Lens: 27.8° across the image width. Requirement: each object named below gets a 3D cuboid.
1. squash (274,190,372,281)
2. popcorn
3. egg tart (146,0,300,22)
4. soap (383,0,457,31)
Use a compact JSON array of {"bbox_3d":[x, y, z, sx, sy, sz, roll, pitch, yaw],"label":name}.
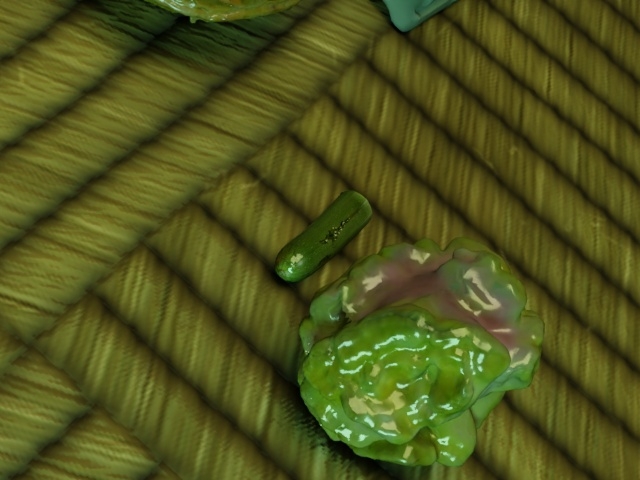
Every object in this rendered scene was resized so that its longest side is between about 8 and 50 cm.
[{"bbox_3d":[0.000,0.000,0.828,0.027,0.027,0.083,43,52,4],"label":"squash"},{"bbox_3d":[0.056,0.064,0.756,0.145,0.126,0.126,-40,65,-12],"label":"popcorn"},{"bbox_3d":[-0.092,-0.226,0.891,0.213,0.090,0.212,15,52,-19],"label":"egg tart"},{"bbox_3d":[0.126,-0.250,0.996,0.066,0.119,0.198,48,51,8],"label":"soap"}]
